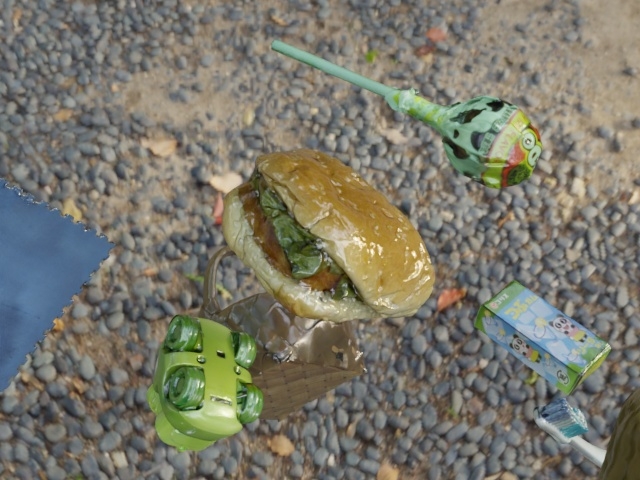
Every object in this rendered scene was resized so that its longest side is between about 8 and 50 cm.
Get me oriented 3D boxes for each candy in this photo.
[{"bbox_3d":[0.079,-0.140,0.843,0.305,0.091,0.083,26,61,17],"label":"candy"},{"bbox_3d":[0.359,0.155,1.343,0.194,0.062,0.097,37,50,28],"label":"candy"}]

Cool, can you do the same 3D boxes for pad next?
[{"bbox_3d":[-0.424,0.053,1.018,0.269,0.270,0.012,-50,48,1],"label":"pad"}]

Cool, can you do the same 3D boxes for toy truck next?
[{"bbox_3d":[-0.190,0.233,1.246,0.148,0.210,0.187,23,22,-33],"label":"toy truck"}]

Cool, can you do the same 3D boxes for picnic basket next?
[{"bbox_3d":[-0.106,0.147,1.551,0.293,0.337,0.337,16,53,-42],"label":"picnic basket"}]

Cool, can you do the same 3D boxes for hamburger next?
[{"bbox_3d":[-0.002,0.002,1.157,0.330,0.162,0.209,41,26,9],"label":"hamburger"}]

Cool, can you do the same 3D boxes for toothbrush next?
[{"bbox_3d":[0.372,0.277,0.974,0.040,0.418,0.042,-31,40,29],"label":"toothbrush"}]

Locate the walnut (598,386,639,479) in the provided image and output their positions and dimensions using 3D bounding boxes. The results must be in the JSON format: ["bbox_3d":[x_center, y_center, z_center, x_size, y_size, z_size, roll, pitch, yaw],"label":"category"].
[{"bbox_3d":[0.324,0.210,0.604,0.227,0.283,0.283,-14,63,-25],"label":"walnut"}]
